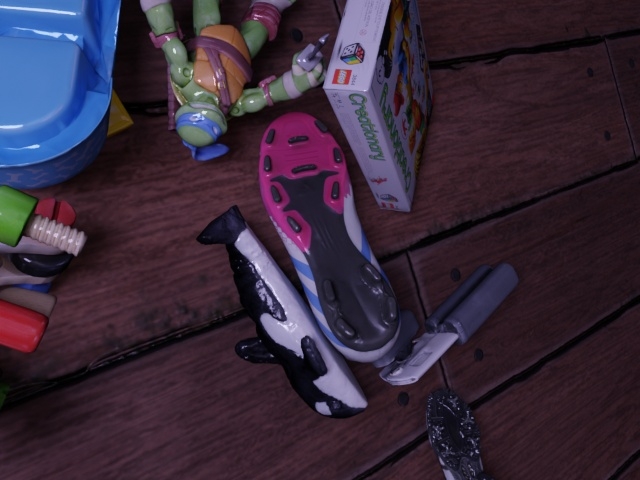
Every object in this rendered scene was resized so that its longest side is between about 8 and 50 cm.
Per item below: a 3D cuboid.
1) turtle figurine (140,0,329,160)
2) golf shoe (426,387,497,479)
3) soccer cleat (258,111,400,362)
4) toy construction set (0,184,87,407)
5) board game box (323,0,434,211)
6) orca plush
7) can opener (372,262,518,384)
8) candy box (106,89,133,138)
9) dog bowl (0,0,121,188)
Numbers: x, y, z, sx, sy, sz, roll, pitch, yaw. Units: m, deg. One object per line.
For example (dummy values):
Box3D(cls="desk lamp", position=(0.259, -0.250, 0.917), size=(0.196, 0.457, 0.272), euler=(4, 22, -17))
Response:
Box3D(cls="turtle figurine", position=(-0.085, -0.246, 0.626), size=(0.197, 0.275, 0.266), euler=(3, 55, 1))
Box3D(cls="golf shoe", position=(0.195, 0.315, 0.831), size=(0.077, 0.094, 0.198), euler=(-12, 66, -14))
Box3D(cls="soccer cleat", position=(0.000, 0.000, 0.733), size=(0.116, 0.143, 0.331), euler=(-16, 70, -9))
Box3D(cls="toy construction set", position=(-0.323, 0.031, 0.415), size=(0.237, 0.309, 0.258), euler=(26, 62, -22))
Box3D(cls="board game box", position=(0.087, -0.184, 0.729), size=(0.305, 0.053, 0.193), euler=(50, 51, -64))
Box3D(cls="orca plush", position=(-0.062, 0.107, 0.673), size=(0.102, 0.151, 0.287), euler=(-33, 116, 3))
Box3D(cls="can opener", position=(0.180, 0.102, 0.841), size=(0.283, 0.076, 0.095), euler=(-37, 104, -31))
Box3D(cls="candy box", position=(-0.308, -0.122, 0.591), size=(0.206, 0.027, 0.105), euler=(-36, 105, -30))
Box3D(cls="dog bowl", position=(-0.271, -0.181, 0.546), size=(0.165, 0.074, 0.297), euler=(1, 66, -11))
